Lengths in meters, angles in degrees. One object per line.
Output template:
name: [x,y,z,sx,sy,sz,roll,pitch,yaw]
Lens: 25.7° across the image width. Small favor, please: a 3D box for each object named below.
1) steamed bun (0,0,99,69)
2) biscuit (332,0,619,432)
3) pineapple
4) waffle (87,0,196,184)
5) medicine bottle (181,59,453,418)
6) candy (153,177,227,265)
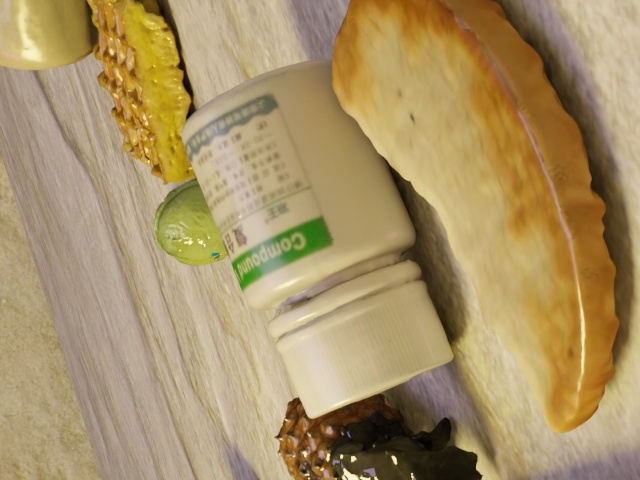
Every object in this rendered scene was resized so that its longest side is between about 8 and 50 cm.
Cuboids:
steamed bun: [-0.346,-0.315,1.608,0.200,0.170,0.225,-77,-15,-62]
biscuit: [0.096,-0.051,0.841,0.309,0.040,0.204,59,160,29]
pineapple: [0.045,0.177,1.111,0.111,0.119,0.237,60,163,-13]
waffle: [-0.204,-0.193,1.542,0.219,0.057,0.229,33,138,62]
medicine bottle: [0.000,0.000,1.024,0.237,0.139,0.139,68,162,5]
candy: [-0.146,-0.028,1.532,0.093,0.092,0.335,-65,14,-1]
